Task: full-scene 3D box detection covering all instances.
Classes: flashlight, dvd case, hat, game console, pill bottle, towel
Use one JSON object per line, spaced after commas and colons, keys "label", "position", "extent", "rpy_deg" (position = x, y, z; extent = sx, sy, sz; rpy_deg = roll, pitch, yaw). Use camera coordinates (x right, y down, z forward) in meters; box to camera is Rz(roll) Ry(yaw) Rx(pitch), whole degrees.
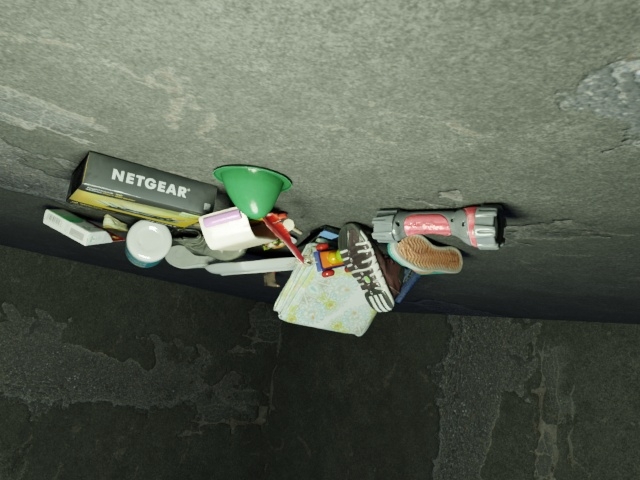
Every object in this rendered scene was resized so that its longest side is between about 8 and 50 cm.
{"label": "flashlight", "position": [0.267, -0.029, 1.319], "extent": [0.304, 0.103, 0.103], "rpy_deg": [-1, 167, 31]}
{"label": "dvd case", "position": [0.259, 0.123, 1.911], "extent": [0.022, 0.180, 0.253], "rpy_deg": [41, -171, 34]}
{"label": "hat", "position": [-0.155, -0.054, 1.264], "extent": [0.209, 0.183, 0.173], "rpy_deg": [-1, 165, 36]}
{"label": "game console", "position": [0.000, 0.000, 1.695], "extent": [0.107, 0.071, 0.122], "rpy_deg": [19, 166, -18]}
{"label": "pill bottle", "position": [-0.603, 0.016, 1.976], "extent": [0.146, 0.146, 0.264], "rpy_deg": [12, 167, -18]}
{"label": "towel", "position": [0.063, 0.165, 1.942], "extent": [0.375, 0.320, 0.090], "rpy_deg": [16, -151, -27]}

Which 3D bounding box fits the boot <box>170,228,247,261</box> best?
{"label": "boot", "position": [-0.396, 0.010, 1.996], "extent": [0.247, 0.083, 0.161], "rpy_deg": [2, 161, 19]}

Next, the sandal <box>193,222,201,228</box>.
{"label": "sandal", "position": [-0.338, -0.015, 1.874], "extent": [0.180, 0.049, 0.072], "rpy_deg": [30, 157, -37]}

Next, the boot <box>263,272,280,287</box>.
{"label": "boot", "position": [-0.222, 0.170, 2.607], "extent": [0.118, 0.086, 0.042], "rpy_deg": [2, 168, 43]}

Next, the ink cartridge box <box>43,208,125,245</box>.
{"label": "ink cartridge box", "position": [-0.790, -0.050, 1.928], "extent": [0.181, 0.056, 0.225], "rpy_deg": [26, -168, 12]}

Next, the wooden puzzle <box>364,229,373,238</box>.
{"label": "wooden puzzle", "position": [0.127, -0.016, 1.686], "extent": [0.116, 0.014, 0.078], "rpy_deg": [1, 166, 30]}

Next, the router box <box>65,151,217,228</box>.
{"label": "router box", "position": [-0.448, -0.114, 1.416], "extent": [0.309, 0.081, 0.243], "rpy_deg": [14, 166, -29]}

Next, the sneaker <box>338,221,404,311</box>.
{"label": "sneaker", "position": [0.158, 0.054, 1.646], "extent": [0.106, 0.281, 0.162], "rpy_deg": [-12, -162, 39]}

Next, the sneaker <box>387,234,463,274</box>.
{"label": "sneaker", "position": [0.286, 0.051, 1.676], "extent": [0.302, 0.108, 0.121], "rpy_deg": [16, 162, -40]}

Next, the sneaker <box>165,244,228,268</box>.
{"label": "sneaker", "position": [-0.507, 0.082, 2.360], "extent": [0.256, 0.094, 0.151], "rpy_deg": [6, 171, 13]}

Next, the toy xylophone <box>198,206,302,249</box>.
{"label": "toy xylophone", "position": [-0.173, -0.033, 1.474], "extent": [0.236, 0.081, 0.322], "rpy_deg": [-13, 176, 1]}

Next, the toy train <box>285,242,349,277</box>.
{"label": "toy train", "position": [0.037, 0.052, 1.694], "extent": [0.248, 0.105, 0.143], "rpy_deg": [-10, 175, -33]}

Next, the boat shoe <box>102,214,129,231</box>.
{"label": "boat shoe", "position": [-0.709, -0.056, 1.976], "extent": [0.056, 0.048, 0.153], "rpy_deg": [-3, 173, 9]}

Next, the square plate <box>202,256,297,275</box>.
{"label": "square plate", "position": [-0.224, 0.098, 2.164], "extent": [0.347, 0.049, 0.344], "rpy_deg": [-3, 177, -34]}

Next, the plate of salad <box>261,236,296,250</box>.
{"label": "plate of salad", "position": [-0.178, -0.001, 1.865], "extent": [0.200, 0.048, 0.200], "rpy_deg": [8, 169, 2]}

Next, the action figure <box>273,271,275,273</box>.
{"label": "action figure", "position": [-0.255, 0.119, 2.530], "extent": [0.115, 0.030, 0.038], "rpy_deg": [12, 163, 3]}
